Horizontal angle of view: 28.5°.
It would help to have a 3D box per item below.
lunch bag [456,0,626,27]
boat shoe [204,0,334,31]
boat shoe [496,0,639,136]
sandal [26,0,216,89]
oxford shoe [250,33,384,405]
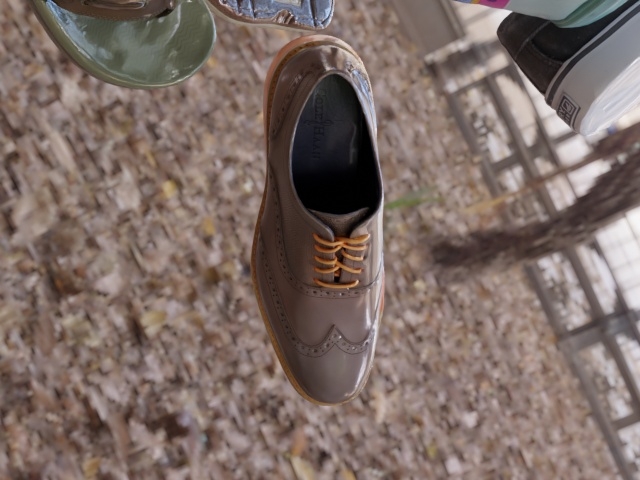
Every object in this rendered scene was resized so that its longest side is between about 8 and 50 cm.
[{"bbox_3d":[0.149,-0.258,0.645,0.107,0.224,0.279,14,67,-20],"label":"lunch bag"},{"bbox_3d":[-0.091,-0.271,1.347,0.257,0.095,0.095,13,86,-57],"label":"boat shoe"},{"bbox_3d":[0.244,-0.190,0.782,0.102,0.301,0.108,51,-2,18],"label":"boat shoe"},{"bbox_3d":[-0.166,-0.210,0.931,0.120,0.086,0.303,-62,144,-15],"label":"sandal"},{"bbox_3d":[0.000,0.000,1.168,0.133,0.130,0.364,-114,-162,-71],"label":"oxford shoe"}]
